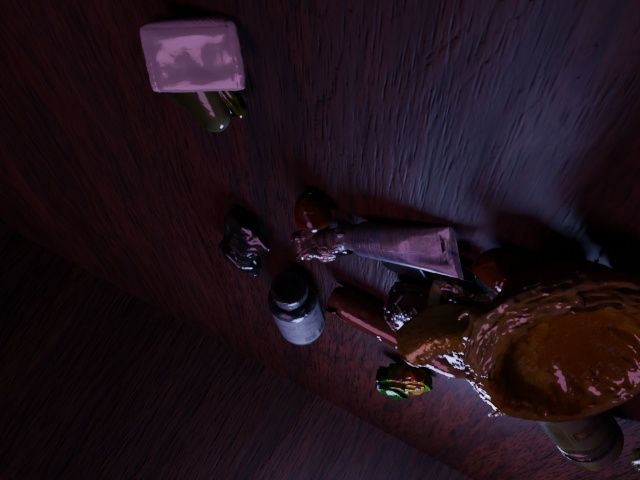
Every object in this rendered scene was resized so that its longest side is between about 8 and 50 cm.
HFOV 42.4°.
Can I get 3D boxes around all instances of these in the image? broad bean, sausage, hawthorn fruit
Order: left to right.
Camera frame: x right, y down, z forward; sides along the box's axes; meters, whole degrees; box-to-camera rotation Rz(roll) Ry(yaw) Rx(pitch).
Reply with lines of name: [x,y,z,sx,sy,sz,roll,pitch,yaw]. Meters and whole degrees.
broad bean: [-0.228,-0.291,1.472,0.228,0.100,0.169,32,153,2]
hawthorn fruit: [-0.019,-0.068,1.755,0.081,0.081,0.093,14,125,40]
sausage: [0.209,0.244,2.152,0.419,0.094,0.094,29,-161,6]
sausage: [0.367,0.070,1.508,0.179,0.089,0.089,24,160,4]

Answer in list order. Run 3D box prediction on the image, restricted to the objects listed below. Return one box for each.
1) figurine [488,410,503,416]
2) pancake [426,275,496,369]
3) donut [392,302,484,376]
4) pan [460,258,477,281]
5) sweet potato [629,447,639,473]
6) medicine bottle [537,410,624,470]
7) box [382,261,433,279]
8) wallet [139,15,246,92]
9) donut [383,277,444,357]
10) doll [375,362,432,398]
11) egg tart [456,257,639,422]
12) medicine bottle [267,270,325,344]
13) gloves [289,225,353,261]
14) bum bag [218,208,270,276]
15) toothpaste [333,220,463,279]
figurine: [0.507,0.480,2.347,0.047,0.064,0.109,51,152,7]
pancake: [0.338,0.162,1.724,0.245,0.057,0.266,-15,128,23]
donut: [0.290,0.207,1.677,0.259,0.101,0.152,21,127,-7]
pan: [0.274,0.057,1.694,0.115,0.023,0.068,2,147,49]
sweet potato: [0.827,0.532,2.009,0.081,0.062,0.233,30,158,6]
medicine bottle: [0.579,0.398,1.899,0.151,0.151,0.322,11,153,43]
box: [0.171,0.032,1.790,0.126,0.027,0.125,13,151,44]
wallet: [-0.210,-0.308,1.371,0.183,0.032,0.124,1,115,18]
donut: [0.267,0.188,1.916,0.270,0.103,0.269,27,158,12]
doll: [0.254,0.432,2.521,0.186,0.106,0.134,-13,141,40]
egg tart: [0.418,0.157,1.401,0.388,0.169,0.387,-1,135,-1]
medicine bottle: [-0.070,0.188,2.338,0.141,0.141,0.293,24,160,17]
gloves: [0.008,0.001,1.847,0.144,0.094,0.110,0,176,16]
bum bag: [-0.208,0.019,2.204,0.144,0.095,0.340,45,160,4]
toothpaste: [0.158,0.007,1.678,0.299,0.073,0.114,9,122,42]
